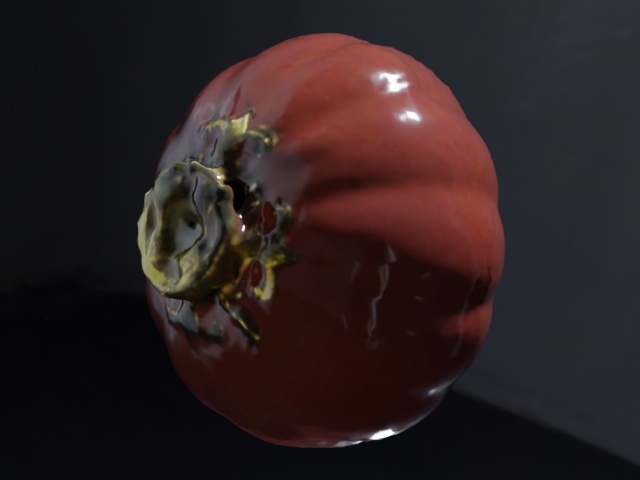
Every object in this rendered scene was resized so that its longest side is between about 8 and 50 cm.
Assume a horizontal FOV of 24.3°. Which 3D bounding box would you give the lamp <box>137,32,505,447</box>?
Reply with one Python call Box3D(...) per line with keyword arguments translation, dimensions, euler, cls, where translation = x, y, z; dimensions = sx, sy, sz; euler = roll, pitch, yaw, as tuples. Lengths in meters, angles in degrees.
Box3D(translation=(0.000, 0.000, 0.362), dimensions=(0.090, 0.101, 0.101), euler=(4, 109, -43), cls="lamp")
